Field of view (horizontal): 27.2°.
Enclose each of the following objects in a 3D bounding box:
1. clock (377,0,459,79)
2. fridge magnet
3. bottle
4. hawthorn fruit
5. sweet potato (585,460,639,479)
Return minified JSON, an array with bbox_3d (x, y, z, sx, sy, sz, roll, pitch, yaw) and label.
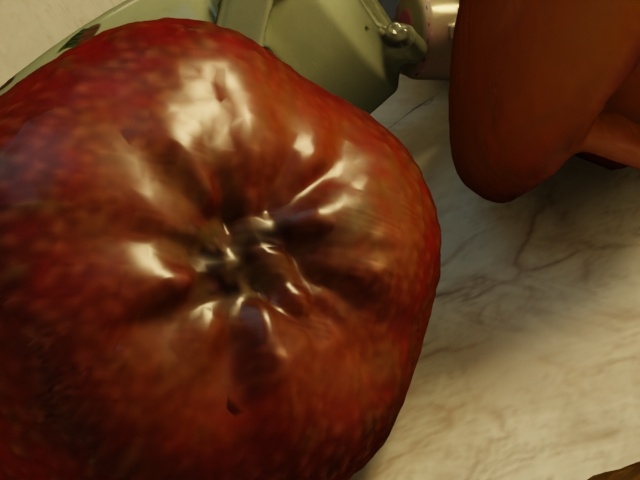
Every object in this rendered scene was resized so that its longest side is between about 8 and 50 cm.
[{"bbox_3d":[0.093,-0.277,1.106,0.114,0.284,0.309,-4,10,-11],"label":"clock"},{"bbox_3d":[0.179,-0.188,0.793,0.363,0.155,0.363,-159,90,-84],"label":"fridge magnet"},{"bbox_3d":[-0.076,-0.101,1.000,0.351,0.229,0.229,-34,21,12],"label":"bottle"},{"bbox_3d":[-0.094,0.032,0.707,0.299,0.275,0.275,-29,19,38],"label":"hawthorn fruit"},{"bbox_3d":[0.128,0.116,0.390,0.336,0.131,0.131,-19,25,34],"label":"sweet potato"}]
